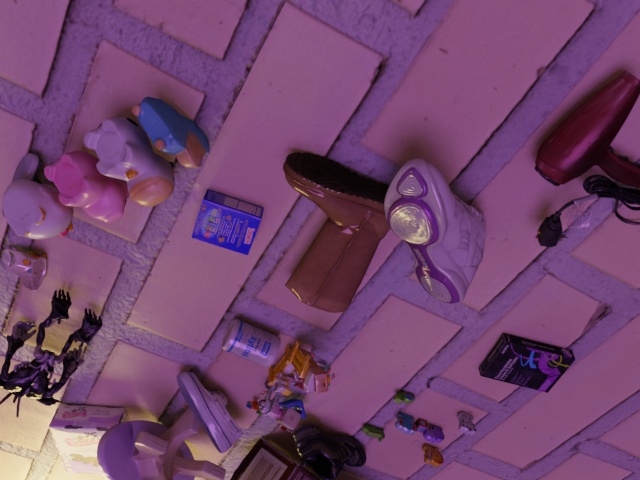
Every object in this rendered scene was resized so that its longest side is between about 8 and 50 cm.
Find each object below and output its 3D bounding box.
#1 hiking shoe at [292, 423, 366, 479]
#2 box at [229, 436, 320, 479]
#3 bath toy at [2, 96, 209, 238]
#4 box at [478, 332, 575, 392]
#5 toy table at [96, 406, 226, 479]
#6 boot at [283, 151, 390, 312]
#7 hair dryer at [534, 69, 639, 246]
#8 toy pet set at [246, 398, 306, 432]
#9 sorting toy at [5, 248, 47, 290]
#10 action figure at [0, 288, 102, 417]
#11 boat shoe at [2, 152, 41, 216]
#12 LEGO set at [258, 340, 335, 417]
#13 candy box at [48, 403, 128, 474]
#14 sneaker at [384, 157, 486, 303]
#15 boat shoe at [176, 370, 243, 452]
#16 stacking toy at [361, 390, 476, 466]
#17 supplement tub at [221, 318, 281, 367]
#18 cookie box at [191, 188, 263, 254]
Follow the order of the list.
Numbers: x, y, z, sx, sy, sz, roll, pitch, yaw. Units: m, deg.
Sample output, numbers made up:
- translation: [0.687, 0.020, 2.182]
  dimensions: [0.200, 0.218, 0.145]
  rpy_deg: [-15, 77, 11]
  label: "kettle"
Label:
- translation: [0.025, 0.525, 1.370]
  dimensions: [0.227, 0.114, 0.086]
  rpy_deg: [30, 123, -32]
  label: "hiking shoe"
- translation: [-0.022, 0.666, 1.422]
  dimensions: [0.381, 0.143, 0.191]
  rpy_deg: [49, 157, -27]
  label: "box"
- translation: [-0.356, -0.099, 0.944]
  dimensions: [0.348, 0.129, 0.151]
  rpy_deg: [-25, 96, 18]
  label: "bath toy"
- translation: [0.435, 0.262, 1.216]
  dimensions: [0.162, 0.029, 0.116]
  rpy_deg: [15, 126, -6]
  label: "box"
- translation: [-0.358, 0.509, 1.334]
  dimensions: [0.161, 0.252, 0.274]
  rpy_deg: [-19, 146, 34]
  label: "toy table"
- translation: [0.000, 0.000, 1.016]
  dimensions: [0.236, 0.089, 0.269]
  rpy_deg: [22, 126, -12]
  label: "boot"
- translation: [0.452, -0.131, 0.918]
  dimensions: [0.224, 0.080, 0.293]
  rpy_deg: [-15, 131, -5]
  label: "hair dryer"
- translation: [-0.091, 0.393, 1.341]
  dimensions: [0.122, 0.065, 0.114]
  rpy_deg: [39, 154, -19]
  label: "toy pet set"
- translation: [-0.577, 0.046, 1.114]
  dimensions: [0.075, 0.045, 0.083]
  rpy_deg: [20, 126, -2]
  label: "sorting toy"
- translation: [-0.571, 0.237, 1.195]
  dimensions: [0.164, 0.141, 0.275]
  rpy_deg: [36, 105, -23]
  label: "action figure"
- translation: [-0.516, -0.094, 1.008]
  dimensions: [0.040, 0.049, 0.142]
  rpy_deg: [8, 130, -47]
  label: "boat shoe"
- translation: [-0.024, 0.288, 1.200]
  dimensions: [0.107, 0.132, 0.287]
  rpy_deg: [23, 146, -20]
  label: "LEGO set"
- translation: [-0.560, 0.496, 1.422]
  dimensions: [0.165, 0.070, 0.196]
  rpy_deg: [4, 126, 0]
  label: "candy box"
- translation: [0.199, -0.033, 0.951]
  dimensions: [0.114, 0.152, 0.305]
  rpy_deg: [21, 151, 38]
  label: "sneaker"
- translation: [-0.252, 0.380, 1.321]
  dimensions: [0.083, 0.076, 0.226]
  rpy_deg: [11, 128, 53]
  label: "boat shoe"
- translation: [0.232, 0.446, 1.350]
  dimensions: [0.221, 0.052, 0.167]
  rpy_deg: [23, 124, -12]
  label: "stacking toy"
- translation: [-0.144, 0.213, 1.190]
  dimensions: [0.107, 0.071, 0.071]
  rpy_deg: [25, 124, -14]
  label: "supplement tub"
- translation: [-0.167, -0.031, 1.030]
  dimensions: [0.107, 0.040, 0.091]
  rpy_deg: [19, 125, -10]
  label: "cookie box"
